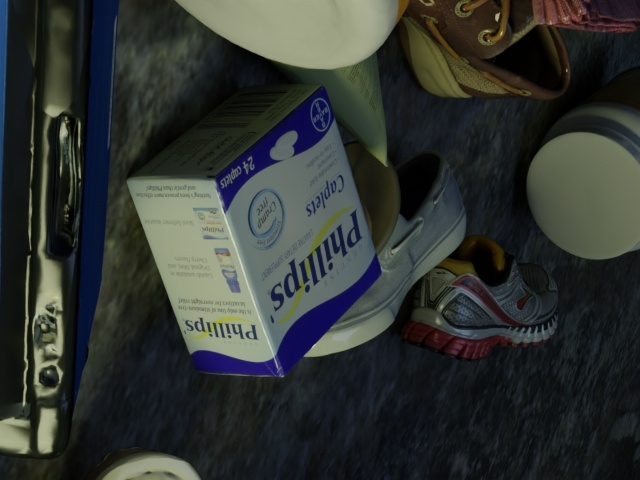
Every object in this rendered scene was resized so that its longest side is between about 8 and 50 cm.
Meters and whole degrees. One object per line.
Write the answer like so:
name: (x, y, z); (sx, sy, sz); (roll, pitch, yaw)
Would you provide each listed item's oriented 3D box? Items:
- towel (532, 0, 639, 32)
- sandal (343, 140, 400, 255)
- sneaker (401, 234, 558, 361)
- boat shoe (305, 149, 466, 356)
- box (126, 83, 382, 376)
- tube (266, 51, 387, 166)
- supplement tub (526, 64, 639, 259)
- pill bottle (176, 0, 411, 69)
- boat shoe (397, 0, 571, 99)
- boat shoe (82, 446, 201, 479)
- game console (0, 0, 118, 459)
towel: (0.176, -0.308, 1.227); (0.237, 0.037, 0.329); (-17, 101, -69)
sandal: (0.000, 0.000, 1.196); (0.180, 0.072, 0.049); (-50, 177, -30)
sneaker: (0.151, 0.042, 1.530); (0.225, 0.088, 0.093); (-12, 117, -62)
boat shoe: (0.033, 0.002, 1.285); (0.227, 0.079, 0.081); (-42, 128, -47)
box: (-0.036, -0.007, 1.078); (0.126, 0.072, 0.137); (-44, 125, -44)
tube: (0.001, -0.121, 1.133); (0.070, 0.062, 0.240); (-58, 156, 0)
supplement tub: (0.288, -0.074, 1.660); (0.199, 0.144, 0.144); (-34, 137, -52)
pill bottle: (0.025, -0.244, 0.969); (0.278, 0.162, 0.162); (-59, 153, -23)
boat shoe: (0.106, -0.186, 1.224); (0.123, 0.123, 0.342); (-64, 155, -15)
boat shoe: (-0.141, 0.270, 1.080); (0.116, 0.097, 0.324); (5, 103, -23)
game console: (-0.191, -0.049, 0.828); (0.250, 0.173, 0.293); (-92, -172, -64)
